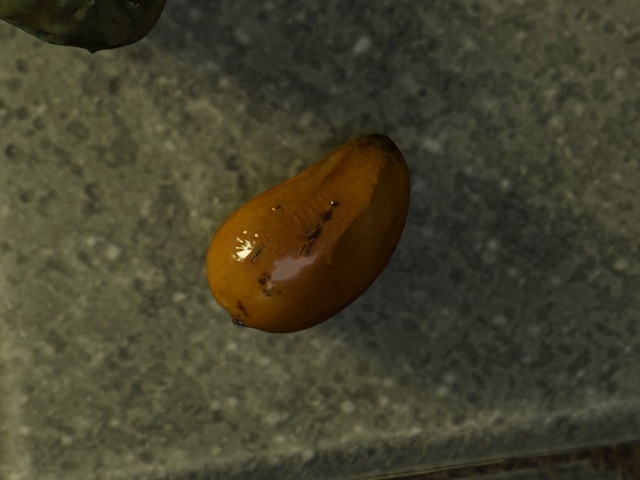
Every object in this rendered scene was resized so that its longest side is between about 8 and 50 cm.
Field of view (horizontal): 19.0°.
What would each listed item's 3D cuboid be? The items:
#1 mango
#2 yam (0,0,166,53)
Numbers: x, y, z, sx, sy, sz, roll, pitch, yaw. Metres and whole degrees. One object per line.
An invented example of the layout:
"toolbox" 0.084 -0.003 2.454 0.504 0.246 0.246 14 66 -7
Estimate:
"mango" 0.000 0.002 1.296 0.159 0.084 0.105 -34 120 4
"yam" -0.228 -0.225 1.141 0.330 0.133 0.133 33 102 -25
